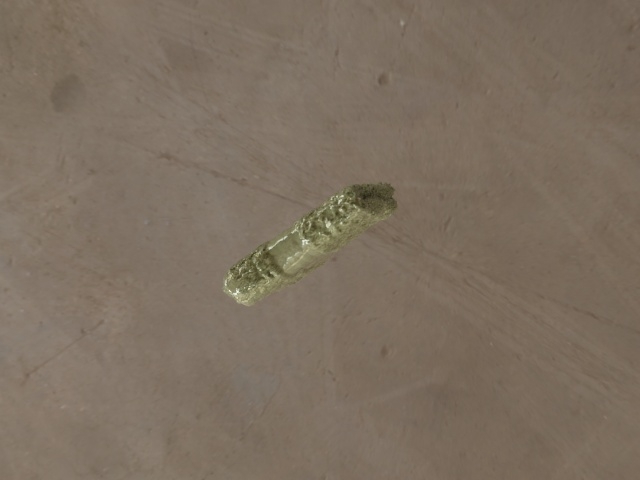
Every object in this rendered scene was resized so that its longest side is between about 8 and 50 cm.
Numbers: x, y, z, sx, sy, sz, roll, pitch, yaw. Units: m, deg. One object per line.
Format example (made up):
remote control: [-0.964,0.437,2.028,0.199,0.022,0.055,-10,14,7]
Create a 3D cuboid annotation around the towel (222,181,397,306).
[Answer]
towel: [0.000,0.000,0.544,0.110,0.148,0.027,-35,85,12]
